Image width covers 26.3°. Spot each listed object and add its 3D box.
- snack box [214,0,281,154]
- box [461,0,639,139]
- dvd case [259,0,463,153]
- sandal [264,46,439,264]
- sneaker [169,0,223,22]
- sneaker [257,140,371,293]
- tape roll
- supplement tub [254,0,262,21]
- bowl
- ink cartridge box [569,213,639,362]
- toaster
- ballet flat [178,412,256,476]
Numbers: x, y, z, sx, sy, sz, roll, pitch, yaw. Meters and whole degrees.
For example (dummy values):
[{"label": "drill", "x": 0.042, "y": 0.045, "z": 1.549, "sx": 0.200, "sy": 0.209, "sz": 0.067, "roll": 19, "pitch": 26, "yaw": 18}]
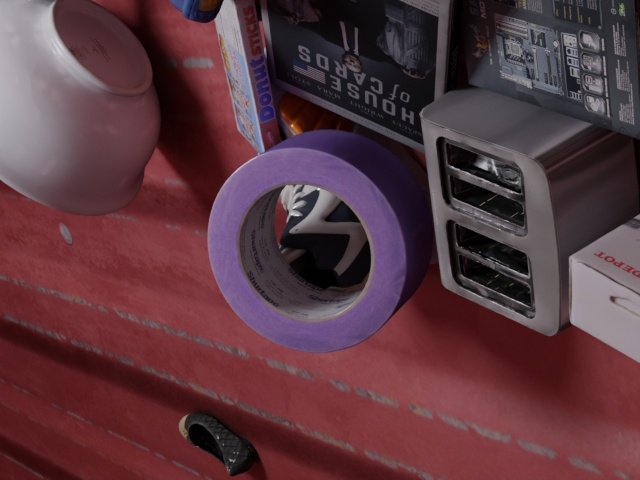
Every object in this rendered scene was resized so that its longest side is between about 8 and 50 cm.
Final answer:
[{"label": "snack box", "x": -0.068, "y": -0.158, "z": 1.241, "sx": 0.064, "sy": 0.022, "sz": 0.178, "roll": 48, "pitch": 157, "yaw": 44}, {"label": "box", "x": 0.175, "y": -0.205, "z": 0.992, "sx": 0.183, "sy": 0.059, "sz": 0.232, "roll": 25, "pitch": 135, "yaw": 46}, {"label": "dvd case", "x": 0.031, "y": -0.170, "z": 1.133, "sx": 0.179, "sy": 0.029, "sz": 0.238, "roll": 26, "pitch": 156, "yaw": 15}, {"label": "sandal", "x": 0.022, "y": -0.076, "z": 1.298, "sx": 0.265, "sy": 0.102, "sz": 0.076, "roll": 55, "pitch": 147, "yaw": 7}, {"label": "sneaker", "x": -0.121, "y": -0.304, "z": 1.149, "sx": 0.112, "sy": 0.131, "sz": 0.296, "roll": 123, "pitch": 156, "yaw": -47}, {"label": "sneaker", "x": -0.021, "y": -0.016, "z": 1.363, "sx": 0.235, "sy": 0.153, "sz": 0.094, "roll": 45, "pitch": 145, "yaw": 26}, {"label": "tape roll", "x": 0.000, "y": 0.000, "z": 1.225, "sx": 0.189, "sy": 0.080, "sz": 0.189, "roll": 7, "pitch": 109, "yaw": 21}, {"label": "supplement tub", "x": -0.019, "y": -0.253, "z": 1.209, "sx": 0.198, "sy": 0.106, "sz": 0.106, "roll": 4, "pitch": 118, "yaw": 57}, {"label": "bowl", "x": -0.287, "y": -0.184, "z": 1.567, "sx": 0.134, "sy": 0.298, "sz": 0.298, "roll": -41, "pitch": 77, "yaw": 28}, {"label": "ink cartridge box", "x": 0.263, "y": 0.026, "z": 0.959, "sx": 0.109, "sy": 0.150, "sz": 0.063, "roll": 32, "pitch": 139, "yaw": 42}, {"label": "toaster", "x": 0.172, "y": -0.029, "z": 1.096, "sx": 0.186, "sy": 0.110, "sz": 0.168, "roll": 26, "pitch": 136, "yaw": 45}, {"label": "ballet flat", "x": -0.155, "y": 0.284, "z": 1.930, "sx": 0.173, "sy": 0.049, "sz": 0.057, "roll": 17, "pitch": 127, "yaw": 51}]
